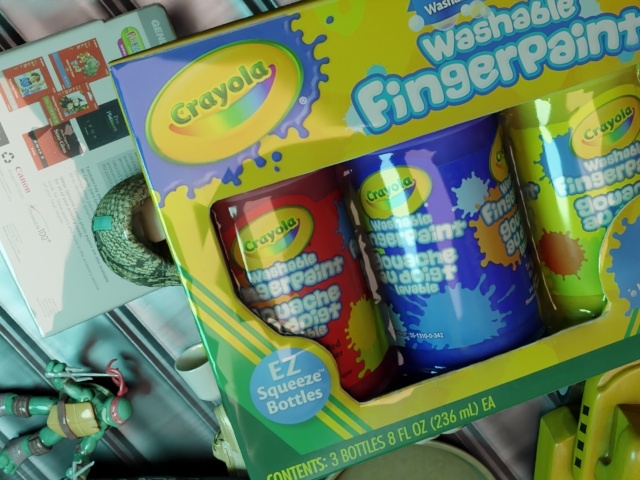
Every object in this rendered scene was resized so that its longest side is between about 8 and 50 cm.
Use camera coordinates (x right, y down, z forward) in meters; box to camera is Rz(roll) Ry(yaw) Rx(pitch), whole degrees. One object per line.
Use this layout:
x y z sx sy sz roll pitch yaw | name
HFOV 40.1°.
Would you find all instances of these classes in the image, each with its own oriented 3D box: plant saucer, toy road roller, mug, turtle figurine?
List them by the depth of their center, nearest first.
0.400 0.280 1.097 0.203 0.240 0.329 2 108 0 | toy road roller
-0.334 0.240 1.158 0.234 0.118 0.175 -13 89 22 | turtle figurine
-0.145 0.176 1.166 0.078 0.062 0.064 -18 115 13 | mug
0.126 0.395 1.244 0.278 0.041 0.277 0 108 1 | plant saucer

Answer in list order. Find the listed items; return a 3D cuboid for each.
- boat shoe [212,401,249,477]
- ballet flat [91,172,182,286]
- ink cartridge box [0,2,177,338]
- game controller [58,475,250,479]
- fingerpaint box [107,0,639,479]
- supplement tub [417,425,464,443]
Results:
-0.126 0.286 1.205 0.045 0.050 0.135 -17 107 1 | boat shoe
0.000 0.000 0.966 0.483 0.182 0.164 3 89 -20 | ballet flat
-0.261 -0.088 1.026 0.272 0.130 0.309 -23 108 -12 | ink cartridge box
-0.215 0.381 1.211 0.319 0.067 0.166 -1 140 1 | game controller
0.091 -0.040 0.754 0.445 0.163 0.371 -18 105 -7 | fingerpaint box
0.169 0.150 1.100 0.144 0.144 0.200 42 114 -12 | supplement tub
